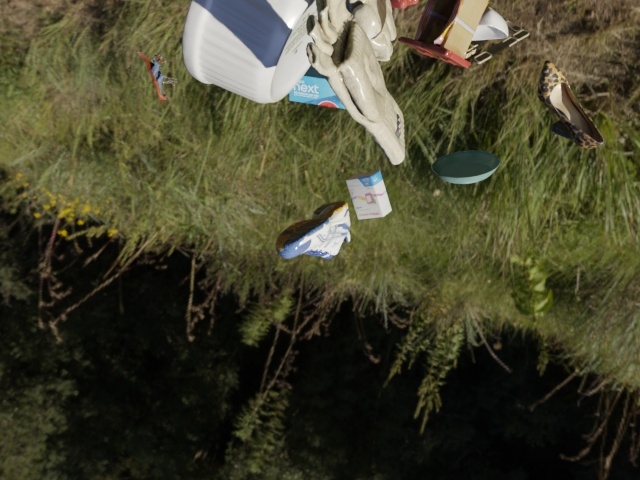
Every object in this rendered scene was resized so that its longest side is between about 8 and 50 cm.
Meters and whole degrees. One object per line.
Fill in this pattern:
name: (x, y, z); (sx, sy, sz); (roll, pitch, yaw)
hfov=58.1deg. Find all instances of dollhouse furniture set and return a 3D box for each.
dollhouse furniture set: (0.223, -0.537, 1.245); (0.152, 0.374, 0.201); (34, 108, 38)

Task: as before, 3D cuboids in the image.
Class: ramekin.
ramekin: (-0.067, -0.320, 0.818); (0.127, 0.273, 0.273); (33, 137, 1)

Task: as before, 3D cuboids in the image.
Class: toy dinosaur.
toy dinosaur: (-0.326, -0.324, 1.149); (0.090, 0.082, 0.047); (11, 175, -4)

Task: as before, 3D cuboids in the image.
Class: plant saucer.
plant saucer: (0.260, -0.129, 1.032); (0.119, 0.119, 0.021); (2, 122, 25)

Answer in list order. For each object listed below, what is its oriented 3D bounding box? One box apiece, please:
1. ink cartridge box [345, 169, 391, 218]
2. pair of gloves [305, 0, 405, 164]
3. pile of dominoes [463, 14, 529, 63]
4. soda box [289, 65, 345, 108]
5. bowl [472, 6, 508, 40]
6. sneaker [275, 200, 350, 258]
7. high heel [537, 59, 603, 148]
ink cartridge box: (0.135, -0.125, 1.599); (0.089, 0.052, 0.122); (-5, 113, 39)
pair of gloves: (0.037, -0.221, 0.596); (0.042, 0.240, 0.204); (-9, 157, 22)
pile of dominoes: (0.489, -0.630, 1.786); (0.196, 0.251, 0.040); (47, 156, 25)
soda box: (0.032, -0.362, 1.367); (0.210, 0.067, 0.071); (12, 131, 15)
bowl: (0.389, -0.540, 1.435); (0.142, 0.142, 0.053); (9, 98, 34)
sneaker: (0.000, 0.000, 1.512); (0.112, 0.296, 0.130); (0, 112, 37)
high heel: (0.714, -0.382, 1.622); (0.093, 0.186, 0.261); (-35, 125, -4)
